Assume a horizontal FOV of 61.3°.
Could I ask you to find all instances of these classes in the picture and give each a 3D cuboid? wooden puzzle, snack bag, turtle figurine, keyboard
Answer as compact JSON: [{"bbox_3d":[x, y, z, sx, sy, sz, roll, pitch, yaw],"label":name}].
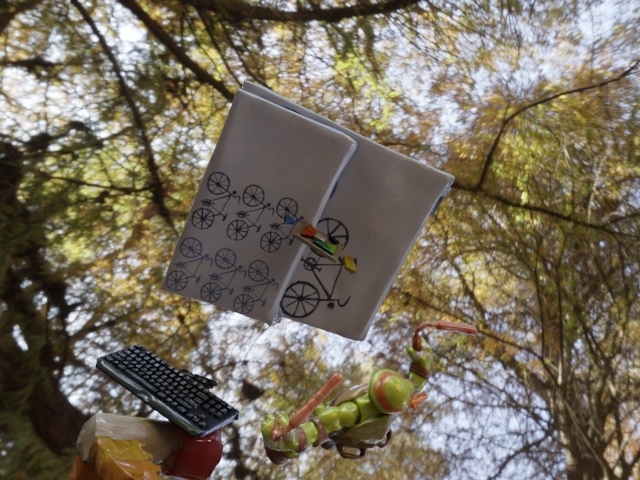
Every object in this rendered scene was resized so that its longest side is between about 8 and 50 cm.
[{"bbox_3d":[0.000,0.000,0.731,0.116,0.078,0.014,30,-72,-7],"label":"wooden puzzle"},{"bbox_3d":[-0.017,-0.011,0.786,0.343,0.037,0.323,21,-73,-16],"label":"snack bag"},{"bbox_3d":[0.042,0.176,0.566,0.087,0.270,0.217,60,-39,14],"label":"turtle figurine"},{"bbox_3d":[-0.183,0.180,0.681,0.180,0.108,0.023,25,-78,25],"label":"keyboard"}]

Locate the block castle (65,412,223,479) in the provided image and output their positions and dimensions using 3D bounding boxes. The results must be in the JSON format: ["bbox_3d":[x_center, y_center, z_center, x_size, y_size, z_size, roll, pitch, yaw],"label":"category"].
[{"bbox_3d":[-0.185,0.440,0.566,0.303,0.213,0.453,17,-94,55],"label":"block castle"}]

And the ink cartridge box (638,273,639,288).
[{"bbox_3d":[0.386,0.048,0.530,0.115,0.029,0.062,23,-43,3],"label":"ink cartridge box"}]
